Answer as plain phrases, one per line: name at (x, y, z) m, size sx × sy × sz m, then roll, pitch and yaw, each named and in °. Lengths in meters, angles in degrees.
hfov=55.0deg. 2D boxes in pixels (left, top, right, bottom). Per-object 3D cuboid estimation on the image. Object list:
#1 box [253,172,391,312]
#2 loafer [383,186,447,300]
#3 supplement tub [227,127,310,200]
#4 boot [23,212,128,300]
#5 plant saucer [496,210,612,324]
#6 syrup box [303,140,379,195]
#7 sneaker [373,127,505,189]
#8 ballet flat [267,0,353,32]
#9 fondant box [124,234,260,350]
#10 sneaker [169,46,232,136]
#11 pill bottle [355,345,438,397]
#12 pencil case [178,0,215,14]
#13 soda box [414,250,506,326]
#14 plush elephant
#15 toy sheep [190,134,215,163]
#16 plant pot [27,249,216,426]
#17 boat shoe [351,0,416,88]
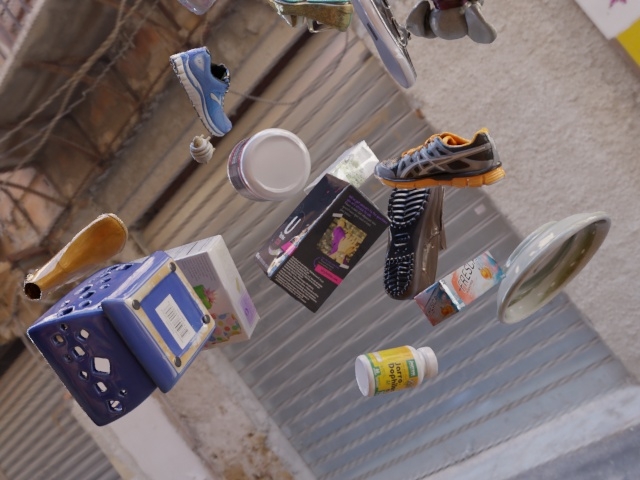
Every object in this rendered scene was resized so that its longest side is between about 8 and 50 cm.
box at (0.000, 0.000, 1.388) m, size 0.270 × 0.143 × 0.165 m, roll -49°, pitch 24°, yaw -2°
loafer at (0.243, -0.020, 1.522) m, size 0.134 × 0.130 × 0.365 m, roll -1°, pitch 72°, yaw 48°
supplement tub at (-0.153, -0.204, 1.718) m, size 0.191 × 0.191 × 0.272 m, roll -37°, pitch 14°, yaw -15°
boot at (-0.620, 0.055, 1.545) m, size 0.295 × 0.104 × 0.211 m, roll -31°, pitch 11°, yaw 43°
plant saucer at (0.604, 0.056, 1.662) m, size 0.401 × 0.100 × 0.400 m, roll -29°, pitch -32°, yaw -20°
syrup box at (0.069, -0.192, 1.849) m, size 0.237 × 0.093 × 0.096 m, roll -46°, pitch 15°, yaw -35°
sneaker at (0.179, -0.126, 0.954) m, size 0.215 × 0.083 × 0.084 m, roll 0°, pitch 20°, yaw 35°
ballet flat at (-0.046, -0.740, 2.000) m, size 0.123 × 0.349 × 0.123 m, roll -34°, pitch -45°, yaw -44°
fondant box at (-0.344, 0.148, 1.461) m, size 0.331 × 0.238 × 0.096 m, roll -15°, pitch 20°, yaw 19°
sneaker at (-0.321, -0.443, 1.850) m, size 0.147 × 0.129 × 0.330 m, roll -27°, pitch -30°, yaw -4°
pill bottle at (0.211, 0.356, 1.700) m, size 0.209 × 0.117 × 0.117 m, roll -8°, pitch -12°, yaw -15°
pencil case at (-0.340, -0.640, 1.394) m, size 0.124 × 0.273 × 0.113 m, roll -57°, pitch 30°, yaw -2°
soda box at (0.236, 0.077, 1.025) m, size 0.183 × 0.058 × 0.063 m, roll -23°, pitch -14°, yaw -48°
plush elephant at (0.343, -0.619, 1.522) m, size 0.330 × 0.272 × 0.255 m, roll -48°, pitch -35°, yaw -19°
toy sheep at (-0.436, -0.332, 2.269) m, size 0.091 × 0.091 × 0.132 m, roll -37°, pitch -40°, yaw -14°
plant pot at (-0.349, 0.169, 1.158) m, size 0.212 × 0.235 × 0.236 m, roll -22°, pitch 17°, yaw 25°
boat shoe at (0.149, -0.431, 1.279) m, size 0.076 × 0.228 × 0.080 m, roll -33°, pitch 7°, yaw -5°
